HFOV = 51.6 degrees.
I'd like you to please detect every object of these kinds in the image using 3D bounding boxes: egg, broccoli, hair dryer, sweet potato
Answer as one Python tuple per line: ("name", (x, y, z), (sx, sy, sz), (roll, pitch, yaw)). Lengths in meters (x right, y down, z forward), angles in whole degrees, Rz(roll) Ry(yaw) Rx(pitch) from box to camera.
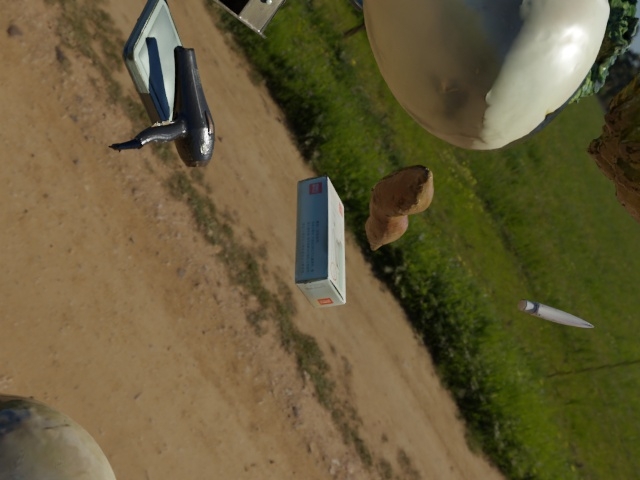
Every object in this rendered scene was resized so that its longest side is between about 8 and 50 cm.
("egg", (0.193, -0.290, 0.840), (0.345, 0.283, 0.283), (57, 27, 10))
("broccoli", (0.462, -0.455, 1.340), (0.301, 0.249, 0.376), (4, 97, -19))
("hair dryer", (-0.381, -0.297, 1.594), (0.359, 0.120, 0.304), (-39, 133, -56))
("sweet potato", (0.087, -0.039, 0.816), (0.051, 0.218, 0.065), (-37, 81, -22))

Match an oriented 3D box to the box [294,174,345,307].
("box", (0.000, 0.000, 1.456), (0.135, 0.079, 0.270), (59, 26, -54))

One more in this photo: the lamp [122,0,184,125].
("lamp", (-0.421, -0.464, 1.740), (0.267, 0.047, 0.269), (79, 17, -51))

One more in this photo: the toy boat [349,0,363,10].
("toy boat", (0.055, -0.520, 1.144), (0.098, 0.109, 0.238), (-172, -107, -73))

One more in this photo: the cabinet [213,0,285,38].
("cabinet", (-0.191, -0.673, 1.730), (0.215, 0.175, 0.148), (27, 19, -41))

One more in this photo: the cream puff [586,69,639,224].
("cream puff", (0.487, -0.136, 0.915), (0.244, 0.196, 0.244), (51, 16, -20))

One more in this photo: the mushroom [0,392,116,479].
("mushroom", (-0.422, 0.370, 0.838), (0.294, 0.362, 0.363), (92, -24, -82))

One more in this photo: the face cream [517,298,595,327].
("face cream", (0.344, 0.110, 0.967), (0.115, 0.038, 0.020), (19, 87, -9))
